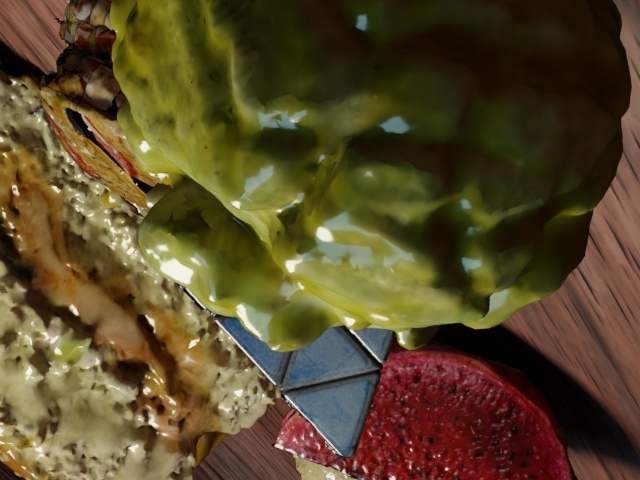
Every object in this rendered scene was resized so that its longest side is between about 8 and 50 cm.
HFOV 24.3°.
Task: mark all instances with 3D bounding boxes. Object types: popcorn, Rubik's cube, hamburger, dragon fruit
[{"bbox_3d":[0.016,-0.075,0.694,0.224,0.257,0.270,13,170,-39],"label":"popcorn"},{"bbox_3d":[0.000,0.000,1.039,0.190,0.178,0.211,29,-151,-36],"label":"Rubik's cube"},{"bbox_3d":[-0.277,0.059,1.447,0.445,0.268,0.287,49,163,-21],"label":"hamburger"},{"bbox_3d":[0.110,0.154,1.234,0.262,0.163,0.189,24,131,1],"label":"dragon fruit"},{"bbox_3d":[-0.119,-0.085,1.119,0.231,0.106,0.231,26,163,8],"label":"hamburger"}]

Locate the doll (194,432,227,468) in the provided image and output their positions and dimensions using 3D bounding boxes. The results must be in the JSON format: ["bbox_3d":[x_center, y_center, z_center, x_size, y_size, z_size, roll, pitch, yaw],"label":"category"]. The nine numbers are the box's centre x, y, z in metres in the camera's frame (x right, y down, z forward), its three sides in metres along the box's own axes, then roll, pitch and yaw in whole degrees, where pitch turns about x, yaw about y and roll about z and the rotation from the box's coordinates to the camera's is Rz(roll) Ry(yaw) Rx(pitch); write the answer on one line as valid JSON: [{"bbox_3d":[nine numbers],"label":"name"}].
[{"bbox_3d":[-0.248,0.213,1.899,0.167,0.162,0.269,-18,124,28],"label":"doll"}]

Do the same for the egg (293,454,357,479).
[{"bbox_3d":[0.038,0.230,1.538,0.140,0.116,0.118,35,162,-22],"label":"egg"}]
